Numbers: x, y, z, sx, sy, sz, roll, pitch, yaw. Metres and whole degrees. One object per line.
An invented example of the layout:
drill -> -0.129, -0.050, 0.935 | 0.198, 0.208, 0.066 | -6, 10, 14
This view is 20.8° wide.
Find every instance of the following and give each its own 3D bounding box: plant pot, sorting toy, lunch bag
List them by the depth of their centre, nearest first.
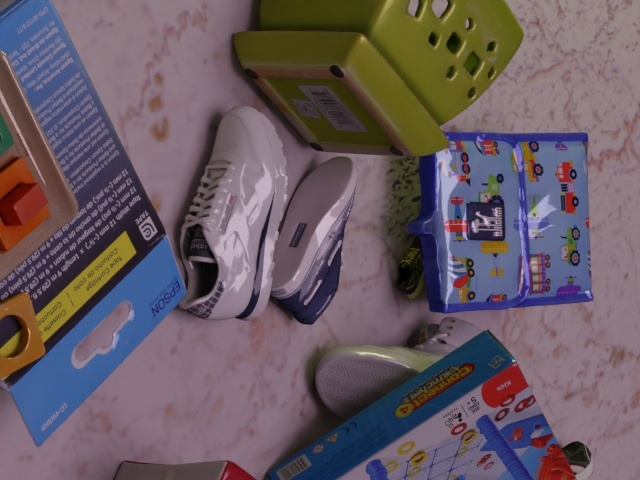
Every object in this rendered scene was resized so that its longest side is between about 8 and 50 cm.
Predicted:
sorting toy -> -0.298, -0.043, 1.483 | 0.196, 0.047, 0.348 | -44, 123, -38
plant pot -> 0.055, -0.222, 1.942 | 0.228, 0.227, 0.207 | 48, 62, -39
lunch bag -> 0.206, -0.025, 2.185 | 0.293, 0.138, 0.221 | -3, 91, -48

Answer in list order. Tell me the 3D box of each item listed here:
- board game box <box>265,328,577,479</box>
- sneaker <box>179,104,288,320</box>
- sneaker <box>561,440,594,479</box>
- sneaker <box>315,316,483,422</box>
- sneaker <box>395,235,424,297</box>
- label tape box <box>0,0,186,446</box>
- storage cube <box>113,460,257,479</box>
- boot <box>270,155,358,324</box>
board game box -> 0.141, 0.310, 2.023 | 0.308, 0.086, 0.302 | -33, 121, -5
sneaker -> -0.100, -0.031, 1.864 | 0.094, 0.090, 0.235 | 7, 84, -40
sneaker -> 0.309, 0.306, 2.361 | 0.178, 0.072, 0.077 | -30, 102, -52
sneaker -> 0.115, 0.160, 2.113 | 0.292, 0.169, 0.108 | 17, 117, -21
sneaker -> 0.116, 0.028, 2.155 | 0.035, 0.031, 0.083 | 27, 70, -46
label tape box -> -0.291, -0.022, 1.614 | 0.249, 0.115, 0.348 | -47, 126, -38
storage cube -> -0.119, 0.348, 1.741 | 0.193, 0.183, 0.215 | 42, 59, -30
boot -> 0.000, 0.000, 2.001 | 0.190, 0.069, 0.086 | -60, 139, -20
